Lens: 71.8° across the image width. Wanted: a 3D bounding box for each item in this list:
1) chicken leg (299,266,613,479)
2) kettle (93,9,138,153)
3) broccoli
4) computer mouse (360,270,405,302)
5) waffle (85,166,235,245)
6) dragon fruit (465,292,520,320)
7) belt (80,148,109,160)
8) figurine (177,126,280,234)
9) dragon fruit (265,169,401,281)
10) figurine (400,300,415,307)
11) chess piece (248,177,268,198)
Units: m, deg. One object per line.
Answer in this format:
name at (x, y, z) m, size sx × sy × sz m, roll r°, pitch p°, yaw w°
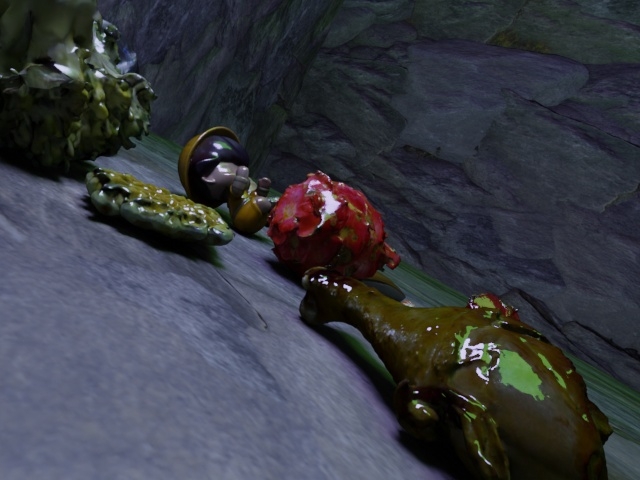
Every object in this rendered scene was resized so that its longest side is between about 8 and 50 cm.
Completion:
chicken leg at (0.134, 0.117, 0.473) m, size 0.212 × 0.140 × 0.361 m, roll 14°, pitch 15°, yaw -29°
kettle at (-0.527, -0.365, 1.027) m, size 0.228 × 0.320 × 0.324 m, roll -7°, pitch 30°, yaw 2°
broccoli at (-0.437, -0.258, 0.670) m, size 0.334 × 0.324 × 0.272 m, roll 47°, pitch -19°, yaw 6°
computer mouse at (0.102, 0.087, 1.030) m, size 0.245 × 0.056 × 0.126 m, roll 21°, pitch 8°, yaw -38°
waffle at (-0.240, -0.046, 0.652) m, size 0.204 × 0.054 × 0.223 m, roll 24°, pitch 5°, yaw -26°
dragon fruit at (0.427, 0.212, 1.081) m, size 0.161 × 0.120 × 0.127 m, roll 37°, pitch 16°, yaw 36°
belt at (-0.462, -0.208, 0.829) m, size 0.140 × 0.105 × 0.058 m, roll 15°, pitch 9°, yaw -15°
figurine at (-0.211, -0.126, 0.987) m, size 0.256 × 0.167 × 0.192 m, roll 53°, pitch 1°, yaw 20°
dragon fruit at (0.028, -0.005, 0.828) m, size 0.268 × 0.210 × 0.205 m, roll 22°, pitch 47°, yaw -25°
figurine at (0.167, 0.151, 0.801) m, size 0.064 × 0.047 × 0.109 m, roll 32°, pitch 12°, yaw -25°
chess piece at (-0.212, -0.128, 1.410) m, size 0.170 × 0.094 × 0.094 m, roll 41°, pitch 13°, yaw 36°
